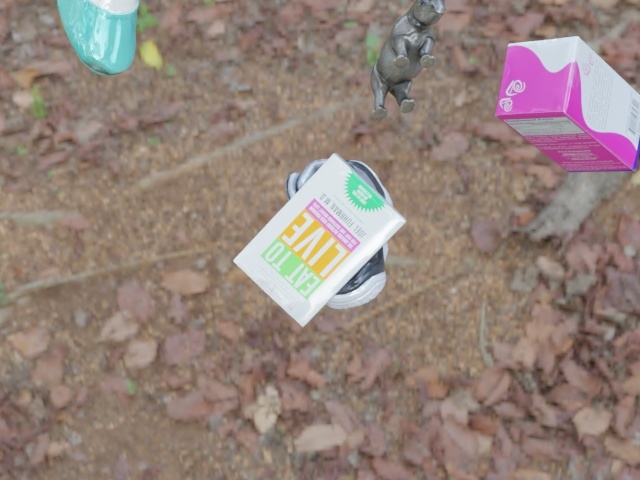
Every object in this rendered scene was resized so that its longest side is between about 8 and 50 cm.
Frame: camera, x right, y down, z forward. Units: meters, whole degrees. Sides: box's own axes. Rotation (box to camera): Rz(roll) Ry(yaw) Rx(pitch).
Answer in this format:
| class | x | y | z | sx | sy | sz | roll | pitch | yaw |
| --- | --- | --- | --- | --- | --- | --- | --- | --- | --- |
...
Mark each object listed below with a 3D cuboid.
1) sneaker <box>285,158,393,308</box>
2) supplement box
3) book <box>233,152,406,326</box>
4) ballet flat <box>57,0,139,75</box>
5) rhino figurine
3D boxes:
| class | x | y | z | sx | sy | sz | roll | pitch | yaw |
| --- | --- | --- | --- | --- | --- | --- | --- | --- | --- |
| sneaker | 0.025 | -0.052 | 1.532 | 0.101 | 0.153 | 0.268 | -12 | 37 | 11 |
| supplement box | 0.349 | -0.183 | 1.739 | 0.114 | 0.220 | 0.111 | 2 | 72 | 39 |
| book | 0.000 | 0.000 | 1.221 | 0.096 | 0.035 | 0.144 | 44 | 99 | 5 |
| ballet flat | -0.224 | -0.283 | 1.278 | 0.083 | 0.087 | 0.247 | 9 | 51 | -32 |
| rhino figurine | 0.139 | -0.302 | 1.929 | 0.073 | 0.243 | 0.106 | 12 | 43 | -15 |
